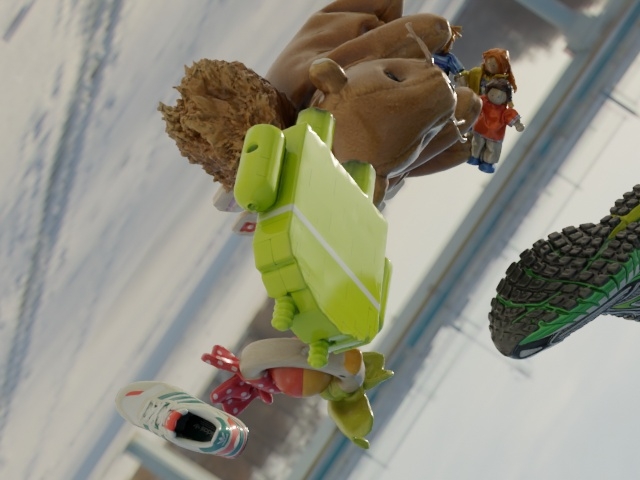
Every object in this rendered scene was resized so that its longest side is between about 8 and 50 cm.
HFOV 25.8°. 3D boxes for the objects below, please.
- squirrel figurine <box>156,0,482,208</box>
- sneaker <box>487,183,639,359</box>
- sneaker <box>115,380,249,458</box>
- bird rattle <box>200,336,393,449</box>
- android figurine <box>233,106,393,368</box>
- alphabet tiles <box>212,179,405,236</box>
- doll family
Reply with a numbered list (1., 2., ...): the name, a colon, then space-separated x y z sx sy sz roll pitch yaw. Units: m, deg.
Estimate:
1. squirrel figurine: 0.008 -0.144 1.771 0.397 0.281 0.370 -16 -164 3
2. sneaker: 0.347 0.052 1.617 0.343 0.146 0.134 -28 -152 -19
3. sneaker: -0.158 0.187 1.502 0.057 0.161 0.075 -67 158 -7
4. bird rattle: -0.032 0.167 1.836 0.207 0.253 0.143 100 6 -66
5. android figurine: 0.000 0.000 1.391 0.056 0.248 0.273 -18 -137 28
6. alphabet tiles: -0.018 -0.080 2.196 0.278 0.284 0.021 128 -41 -50
7. doll family: 0.187 -0.222 1.997 0.118 0.263 0.163 -40 146 -51
